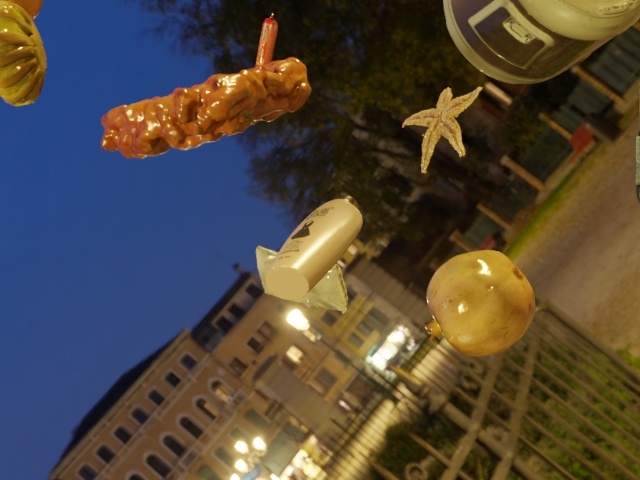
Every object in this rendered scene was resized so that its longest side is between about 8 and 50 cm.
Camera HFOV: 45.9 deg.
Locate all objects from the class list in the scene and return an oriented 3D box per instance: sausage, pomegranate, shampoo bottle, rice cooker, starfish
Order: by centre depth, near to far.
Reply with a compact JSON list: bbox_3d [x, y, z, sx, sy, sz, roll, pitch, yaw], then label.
[{"bbox_3d":[0.000,0.000,1.279,0.127,0.078,0.257,-14,23,35],"label":"shampoo bottle"},{"bbox_3d":[0.404,-0.472,1.399,0.335,0.335,0.325,-49,6,-17],"label":"rice cooker"},{"bbox_3d":[-0.138,-0.525,1.989,0.050,0.048,0.146,-78,1,-72],"label":"sausage"},{"bbox_3d":[0.310,-0.298,1.998,0.295,0.048,0.231,-10,69,50],"label":"starfish"},{"bbox_3d":[0.437,0.185,2.128,0.319,0.319,0.319,-50,-9,-11],"label":"pomegranate"}]

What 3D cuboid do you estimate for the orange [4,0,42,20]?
[{"bbox_3d":[-0.726,-0.574,1.729,0.177,0.178,0.155,-47,14,-28],"label":"orange"}]

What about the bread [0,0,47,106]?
[{"bbox_3d":[-0.473,-0.292,1.139,0.082,0.157,0.094,-11,-8,10],"label":"bread"}]

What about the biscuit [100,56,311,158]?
[{"bbox_3d":[-0.197,-0.234,1.357,0.318,0.111,0.312,-5,15,41],"label":"biscuit"}]

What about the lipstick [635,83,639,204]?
[{"bbox_3d":[0.531,-0.191,1.207,0.051,0.051,0.312,55,-140,-41],"label":"lipstick"}]

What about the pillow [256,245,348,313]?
[{"bbox_3d":[-0.044,0.086,1.654,0.051,0.229,0.128,-42,-47,-45],"label":"pillow"}]
